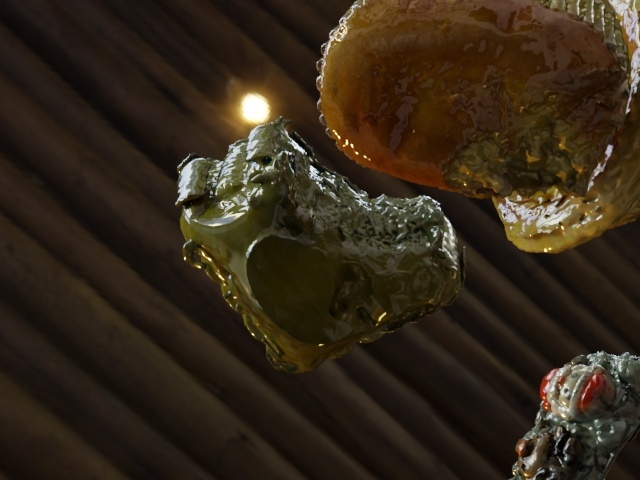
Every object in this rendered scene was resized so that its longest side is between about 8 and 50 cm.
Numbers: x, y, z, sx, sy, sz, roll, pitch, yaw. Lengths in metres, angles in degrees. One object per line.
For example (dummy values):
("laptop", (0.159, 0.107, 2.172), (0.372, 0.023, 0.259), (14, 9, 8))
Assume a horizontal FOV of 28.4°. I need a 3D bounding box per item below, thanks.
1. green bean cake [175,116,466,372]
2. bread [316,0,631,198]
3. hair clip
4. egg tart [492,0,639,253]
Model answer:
("green bean cake", (0.000, 0.000, 1.509), (0.310, 0.285, 0.202), (51, -158, -25))
("bread", (0.125, -0.130, 1.032), (0.250, 0.179, 0.133), (10, -155, 6))
("hair clip", (0.224, 0.249, 1.253), (0.091, 0.138, 0.321), (33, -107, -32))
("egg tart", (0.266, -0.114, 1.188), (0.115, 0.290, 0.290), (15, -137, -19))
